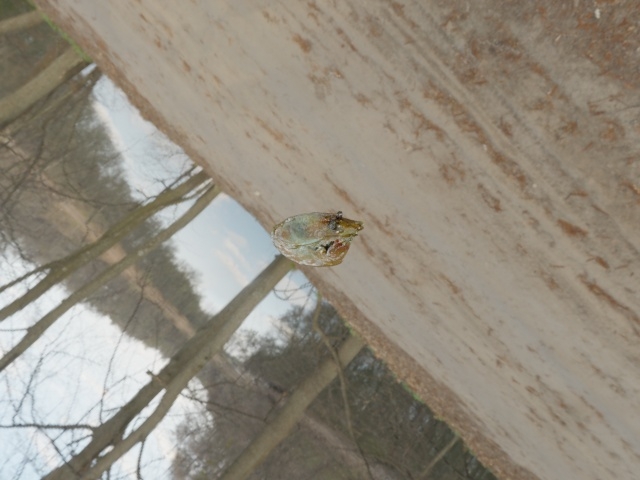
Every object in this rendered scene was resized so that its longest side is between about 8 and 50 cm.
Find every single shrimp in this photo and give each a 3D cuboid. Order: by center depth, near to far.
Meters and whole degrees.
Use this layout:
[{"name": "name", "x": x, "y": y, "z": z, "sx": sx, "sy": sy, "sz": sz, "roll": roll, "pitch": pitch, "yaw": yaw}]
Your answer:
[{"name": "shrimp", "x": 0.001, "y": -0.001, "z": 0.762, "sx": 0.115, "sy": 0.051, "sz": 0.217, "roll": 31, "pitch": 154, "yaw": -24}]
